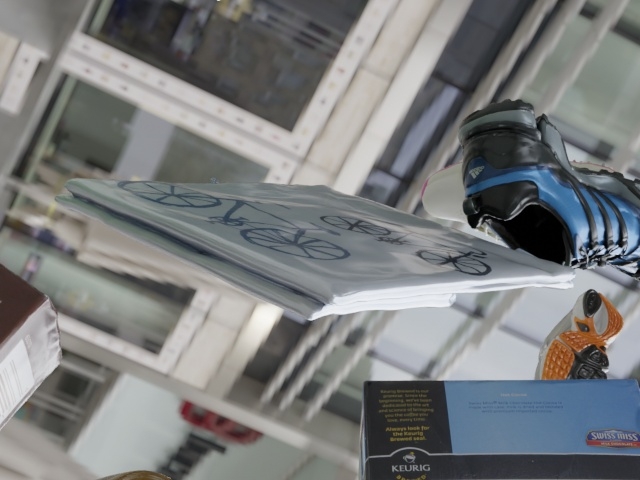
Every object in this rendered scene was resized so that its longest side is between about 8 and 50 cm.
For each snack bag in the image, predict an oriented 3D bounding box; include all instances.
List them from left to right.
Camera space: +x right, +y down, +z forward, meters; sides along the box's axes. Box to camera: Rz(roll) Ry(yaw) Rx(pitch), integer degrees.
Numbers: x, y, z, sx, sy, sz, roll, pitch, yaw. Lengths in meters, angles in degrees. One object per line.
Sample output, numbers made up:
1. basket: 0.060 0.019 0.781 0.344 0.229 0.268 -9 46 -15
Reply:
1. snack bag: 0.000 0.000 1.133 0.323 0.342 0.037 20 -75 39

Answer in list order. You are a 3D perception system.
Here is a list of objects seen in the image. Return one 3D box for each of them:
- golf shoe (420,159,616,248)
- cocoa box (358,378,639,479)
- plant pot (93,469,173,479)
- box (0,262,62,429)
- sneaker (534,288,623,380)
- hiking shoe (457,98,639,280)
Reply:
1. golf shoe: 0.265 -0.035 1.797 0.306 0.115 0.140 1 -120 34
2. cocoa box: 0.220 0.321 1.594 0.228 0.347 0.231 -91 -179 -50
3. plant pot: -0.245 0.378 1.552 0.254 0.237 0.237 -49 -160 45
4. box: -0.393 0.029 0.932 0.191 0.381 0.143 -51 170 -24
5. sneaker: 0.368 0.184 1.965 0.121 0.099 0.262 -51 175 38
6. hiking shoe: 0.242 -0.010 1.282 0.113 0.304 0.132 -27 -137 48
